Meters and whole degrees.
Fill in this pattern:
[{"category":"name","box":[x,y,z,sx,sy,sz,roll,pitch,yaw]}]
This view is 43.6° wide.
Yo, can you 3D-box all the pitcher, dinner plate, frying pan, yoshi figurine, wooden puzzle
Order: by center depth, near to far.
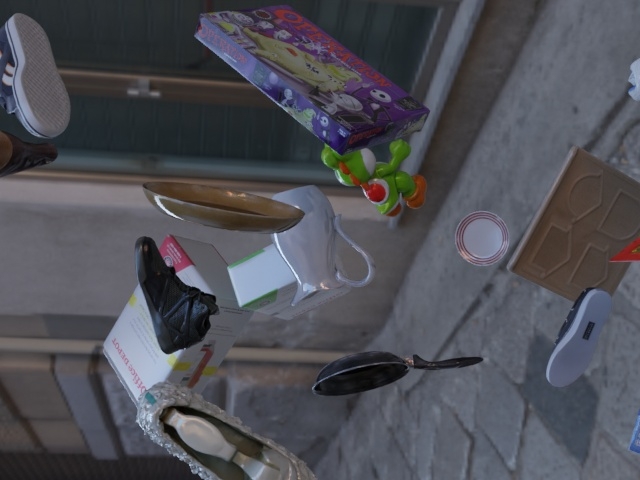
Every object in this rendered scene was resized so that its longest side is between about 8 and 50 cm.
[{"category":"pitcher","box":[0.000,0.000,1.478,0.125,0.177,0.207,-18,-87,-74]},{"category":"frying pan","box":[0.136,0.240,1.545,0.197,0.326,0.053,41,-148,-61]},{"category":"wooden puzzle","box":[0.623,-0.022,1.900,0.322,0.347,0.080,-63,28,7]},{"category":"dinner plate","box":[0.415,-0.005,2.052,0.017,0.141,0.141,-5,-81,-66]},{"category":"yoshi figurine","box":[0.135,-0.213,2.230,0.203,0.362,0.204,33,92,46]}]

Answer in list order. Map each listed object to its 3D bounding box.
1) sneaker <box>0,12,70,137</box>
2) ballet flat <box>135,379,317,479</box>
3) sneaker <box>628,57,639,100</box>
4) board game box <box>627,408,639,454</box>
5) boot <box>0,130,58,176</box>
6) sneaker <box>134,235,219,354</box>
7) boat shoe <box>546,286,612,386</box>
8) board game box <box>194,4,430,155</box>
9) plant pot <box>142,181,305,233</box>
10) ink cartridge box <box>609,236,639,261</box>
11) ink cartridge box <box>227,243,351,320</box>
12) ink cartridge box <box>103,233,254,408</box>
[{"category":"sneaker","box":[-0.600,-0.308,1.623,0.126,0.127,0.321,27,-147,-50]},{"category":"ballet flat","box":[-0.161,0.403,1.466,0.147,0.409,0.147,-51,14,17]},{"category":"sneaker","box":[0.764,-0.303,1.650,0.236,0.322,0.130,36,107,37]},{"category":"board game box","box":[0.689,0.404,1.643,0.020,0.090,0.090,59,-130,-75]},{"category":"boot","box":[-0.561,-0.102,1.245,0.207,0.248,0.090,-8,-100,-75]},{"category":"sneaker","box":[-0.263,0.090,1.491,0.087,0.130,0.228,-61,-46,-81]},{"category":"boat shoe","box":[0.542,0.201,1.711,0.076,0.080,0.229,-119,50,-79]},{"category":"board game box","box":[-0.014,-0.269,1.283,0.347,0.208,0.056,41,126,23]},{"category":"plant pot","box":[-0.140,-0.046,1.156,0.236,0.236,0.032,-122,41,-78]},{"category":"ink cartridge box","box":[0.726,-0.095,1.418,0.308,0.385,0.091,-7,113,61]},{"category":"ink cartridge box","box":[-0.070,0.095,1.968,0.273,0.198,0.115,28,-142,-65]},{"category":"ink cartridge box","box":[-0.375,0.224,2.104,0.279,0.160,0.385,47,110,37]}]
